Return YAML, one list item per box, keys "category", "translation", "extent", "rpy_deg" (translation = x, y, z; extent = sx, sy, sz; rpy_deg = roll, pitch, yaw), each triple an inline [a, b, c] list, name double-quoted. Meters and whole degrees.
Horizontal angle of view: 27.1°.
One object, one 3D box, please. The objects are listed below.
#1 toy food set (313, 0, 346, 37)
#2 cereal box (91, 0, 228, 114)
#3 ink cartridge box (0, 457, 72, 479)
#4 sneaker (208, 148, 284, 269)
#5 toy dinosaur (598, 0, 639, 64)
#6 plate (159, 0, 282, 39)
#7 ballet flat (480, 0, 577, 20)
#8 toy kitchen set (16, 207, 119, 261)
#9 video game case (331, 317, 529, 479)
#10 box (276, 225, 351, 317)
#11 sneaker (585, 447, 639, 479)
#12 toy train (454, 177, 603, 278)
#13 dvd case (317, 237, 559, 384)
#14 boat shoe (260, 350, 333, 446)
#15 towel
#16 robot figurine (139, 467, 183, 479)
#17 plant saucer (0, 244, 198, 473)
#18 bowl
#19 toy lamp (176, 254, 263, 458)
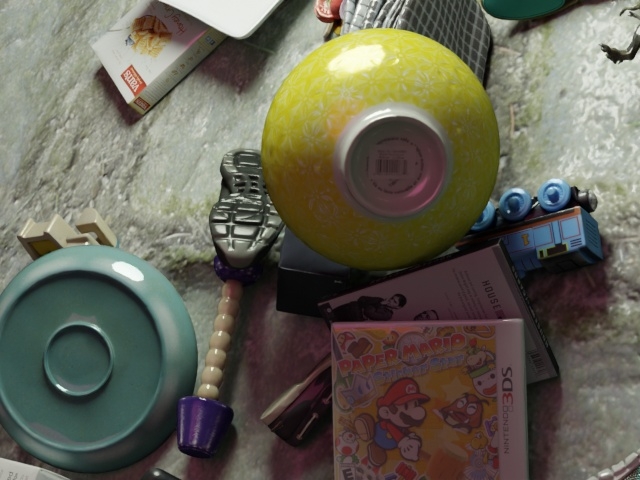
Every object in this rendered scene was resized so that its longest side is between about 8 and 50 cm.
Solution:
- category: "toy food set"
  translation: [0.035, -0.362, 1.895]
  extent: [0.128, 0.071, 0.218]
  rpy_deg: [-65, 21, -7]
- category: "cereal box"
  translation: [-0.244, -0.337, 2.142]
  extent: [0.240, 0.047, 0.173]
  rpy_deg: [-42, 50, 7]
- category: "ink cartridge box"
  translation: [-0.484, 0.402, 1.848]
  extent: [0.278, 0.117, 0.201]
  rpy_deg: [5, 68, 36]
- category: "sneaker"
  translation: [-0.096, -0.024, 1.789]
  extent: [0.101, 0.106, 0.267]
  rpy_deg: [7, 30, -1]
- category: "toy dinosaur"
  translation: [0.421, -0.237, 1.622]
  extent: [0.118, 0.064, 0.268]
  rpy_deg: [-41, 61, 8]
- category: "plate"
  translation: [-0.123, -0.434, 2.074]
  extent: [0.277, 0.045, 0.278]
  rpy_deg: [29, 67, 35]
- category: "ballet flat"
  translation: [0.327, -0.353, 1.768]
  extent: [0.232, 0.080, 0.073]
  rpy_deg: [-13, 31, 25]
- category: "toy kitchen set"
  translation: [-0.397, 0.069, 2.000]
  extent: [0.166, 0.122, 0.207]
  rpy_deg: [-8, 41, 31]
- category: "video game case"
  translation: [0.124, 0.195, 1.532]
  extent: [0.227, 0.026, 0.206]
  rpy_deg: [-2, 87, 17]
- category: "box"
  translation: [0.000, 0.000, 1.708]
  extent: [0.093, 0.156, 0.158]
  rpy_deg: [9, 66, 1]
- category: "sneaker"
  translation: [0.351, 0.262, 1.417]
  extent: [0.166, 0.065, 0.076]
  rpy_deg: [-37, 67, 15]
- category: "toy train"
  translation: [0.251, -0.006, 1.612]
  extent: [0.184, 0.080, 0.105]
  rpy_deg: [-16, 63, 26]
- category: "dvd case"
  translation: [0.138, 0.113, 1.570]
  extent: [0.239, 0.179, 0.029]
  rpy_deg: [-20, 15, 23]
- category: "boat shoe"
  translation: [0.020, 0.180, 1.687]
  extent: [0.206, 0.075, 0.065]
  rpy_deg: [-41, 93, 1]
- category: "towel"
  translation: [0.122, -0.238, 1.724]
  extent: [0.121, 0.235, 0.283]
  rpy_deg: [0, 65, 29]
- category: "robot figurine"
  translation: [-0.238, 0.424, 1.641]
  extent: [0.278, 0.174, 0.209]
  rpy_deg: [-55, 6, -5]
- category: "plant saucer"
  translation: [-0.326, 0.163, 1.823]
  extent: [0.318, 0.044, 0.317]
  rpy_deg: [0, 88, 11]
- category: "bowl"
  translation: [0.076, -0.095, 1.515]
  extent: [0.289, 0.289, 0.156]
  rpy_deg: [-45, 10, 5]
- category: "toy lamp"
  translation: [-0.136, 0.155, 1.782]
  extent: [0.080, 0.080, 0.274]
  rpy_deg: [-2, 63, 33]
